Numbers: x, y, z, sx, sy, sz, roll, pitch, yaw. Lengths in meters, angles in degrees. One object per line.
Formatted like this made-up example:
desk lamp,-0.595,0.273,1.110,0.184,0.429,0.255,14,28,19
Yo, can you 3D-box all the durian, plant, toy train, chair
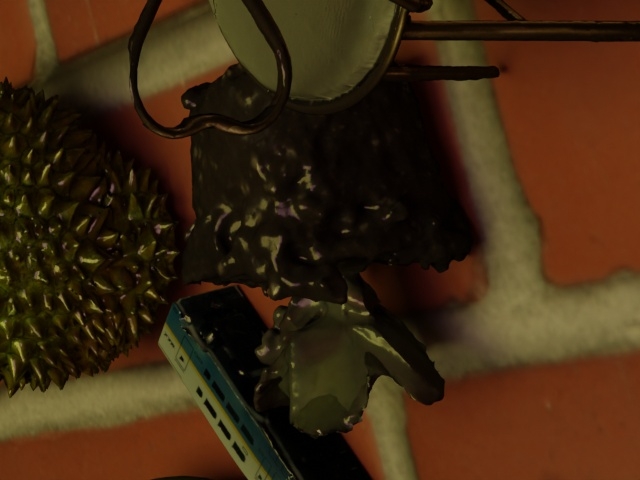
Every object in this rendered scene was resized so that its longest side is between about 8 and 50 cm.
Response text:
durian,-0.213,-0.008,1.227,0.237,0.177,0.200,45,113,49
plant,0.000,0.000,0.985,0.142,0.131,0.203,-19,87,49
toy train,-0.019,0.130,1.112,0.234,0.052,0.051,54,140,26
chair,-0.001,-0.130,0.789,0.170,0.326,0.159,-10,93,52

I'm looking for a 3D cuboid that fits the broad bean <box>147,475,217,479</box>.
broad bean,-0.071,0.281,1.151,0.291,0.119,0.238,38,111,35
